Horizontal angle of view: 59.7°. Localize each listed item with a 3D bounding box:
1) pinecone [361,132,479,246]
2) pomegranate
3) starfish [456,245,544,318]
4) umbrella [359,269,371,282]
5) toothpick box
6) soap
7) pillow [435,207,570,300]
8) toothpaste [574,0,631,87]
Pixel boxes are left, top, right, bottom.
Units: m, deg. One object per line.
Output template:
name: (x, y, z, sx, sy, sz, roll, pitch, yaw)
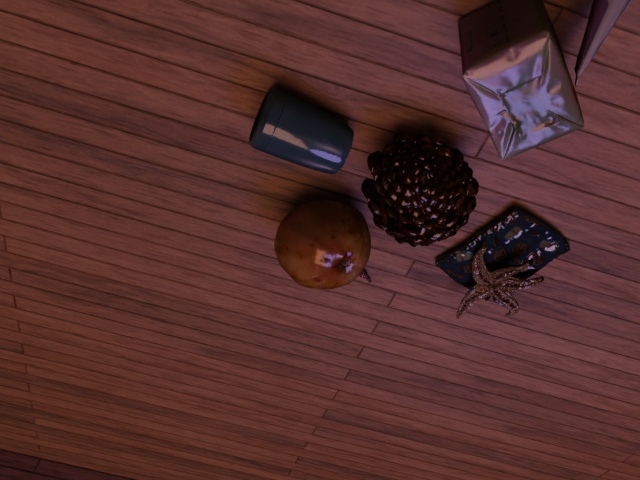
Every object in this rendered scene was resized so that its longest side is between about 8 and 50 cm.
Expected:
pinecone: (0.191, -0.086, 1.078, 0.221, 0.221, 0.221, 4, 133, 5)
pomegranate: (0.007, 0.005, 1.191, 0.207, 0.207, 0.207, 4, 133, 5)
starfish: (0.396, 0.103, 1.285, 0.213, 0.057, 0.238, 42, 124, -20)
umbrella: (0.075, 0.052, 1.345, 0.027, 0.025, 0.165, -10, 133, 47)
toothpick box: (-0.033, -0.200, 1.060, 0.184, 0.120, 0.120, 22, 132, -15)
soap: (0.314, -0.269, 0.889, 0.138, 0.199, 0.182, -21, 126, 29)
pillow: (0.413, 0.037, 1.272, 0.189, 0.034, 0.255, 32, 129, -21)
toothpaste: (0.430, -0.371, 0.803, 0.073, 0.114, 0.299, 23, 115, 13)
